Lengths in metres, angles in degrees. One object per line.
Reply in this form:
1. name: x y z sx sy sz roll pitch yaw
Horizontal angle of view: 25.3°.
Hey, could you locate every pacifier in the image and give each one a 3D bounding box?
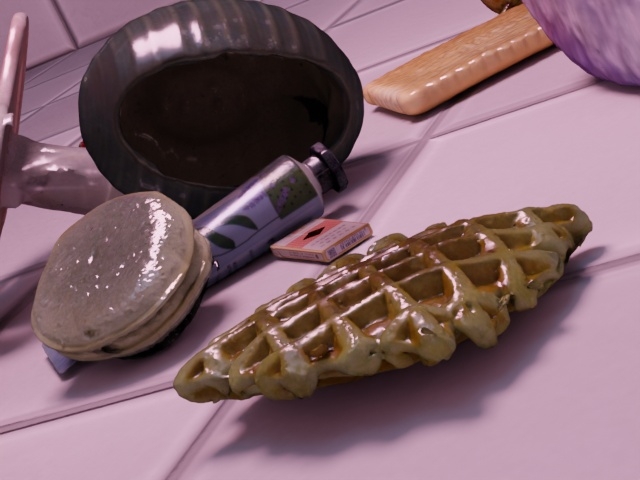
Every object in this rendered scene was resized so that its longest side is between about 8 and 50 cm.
1. pacifier: -0.274 -0.060 1.313 0.273 0.220 0.332 -20 39 13

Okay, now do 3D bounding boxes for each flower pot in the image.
1. flower pot: -0.085 -0.112 1.218 0.243 0.189 0.157 -3 14 -21

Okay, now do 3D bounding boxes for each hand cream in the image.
1. hand cream: -0.098 0.014 1.112 0.271 0.058 0.091 -34 23 -11

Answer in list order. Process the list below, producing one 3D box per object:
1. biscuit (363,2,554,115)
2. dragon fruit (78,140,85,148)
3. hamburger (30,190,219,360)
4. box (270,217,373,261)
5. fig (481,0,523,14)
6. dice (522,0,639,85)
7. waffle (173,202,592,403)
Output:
1. biscuit: 0.169 -0.188 1.394 0.250 0.030 0.160 -28 15 -9
2. dragon fruit: -0.193 -0.133 1.681 0.191 0.094 0.094 -21 11 -33
3. hamburger: -0.142 0.030 1.034 0.133 0.062 0.140 -11 48 24
4. box: 0.000 0.000 1.073 0.046 0.012 0.083 -33 17 -24
5. fig: 0.209 -0.274 1.552 0.089 0.089 0.125 -18 42 24
6. dice: 0.291 -0.288 1.086 0.271 0.270 0.270 -28 15 -11
7. waffle: 0.039 0.036 0.817 0.208 0.054 0.214 -17 11 38
